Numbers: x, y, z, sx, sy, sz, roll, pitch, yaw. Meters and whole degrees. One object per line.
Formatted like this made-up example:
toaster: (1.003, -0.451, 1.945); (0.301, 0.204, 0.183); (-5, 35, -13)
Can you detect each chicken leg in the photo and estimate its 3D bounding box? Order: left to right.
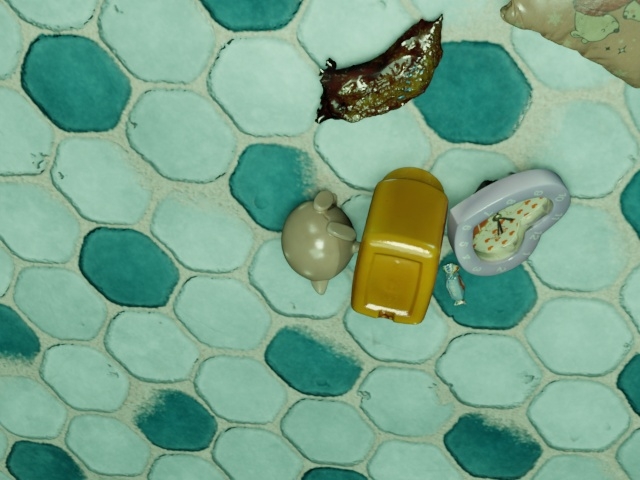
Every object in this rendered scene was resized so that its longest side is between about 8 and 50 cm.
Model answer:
chicken leg: (0.083, -0.225, 1.623); (0.234, 0.063, 0.105); (-20, 124, 23)

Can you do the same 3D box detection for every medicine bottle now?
medicine bottle: (0.117, -0.004, 1.678); (0.112, 0.222, 0.149); (12, 128, 4)

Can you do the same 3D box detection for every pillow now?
pillow: (0.369, -0.323, 1.462); (0.236, 0.084, 0.223); (26, 120, -13)

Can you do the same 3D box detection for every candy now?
candy: (0.212, 0.069, 1.839); (0.030, 0.020, 0.083); (-8, 126, 22)

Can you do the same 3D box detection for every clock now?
clock: (0.254, -0.035, 1.703); (0.172, 0.064, 0.198); (5, 134, -31)

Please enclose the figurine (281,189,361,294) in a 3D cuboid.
figurine: (0.000, 0.000, 1.780); (0.125, 0.125, 0.138); (21, 139, -3)
